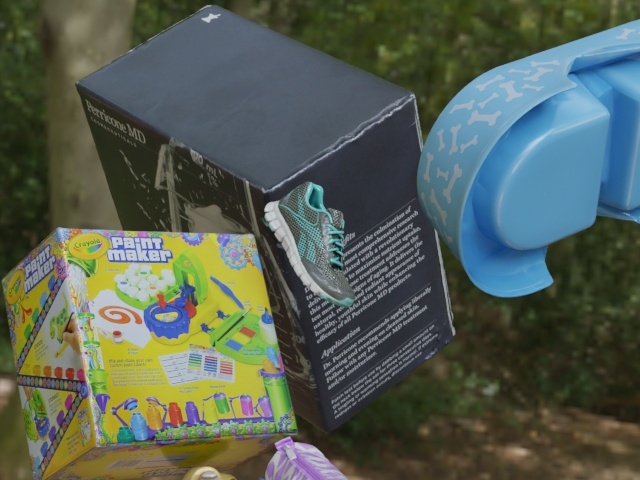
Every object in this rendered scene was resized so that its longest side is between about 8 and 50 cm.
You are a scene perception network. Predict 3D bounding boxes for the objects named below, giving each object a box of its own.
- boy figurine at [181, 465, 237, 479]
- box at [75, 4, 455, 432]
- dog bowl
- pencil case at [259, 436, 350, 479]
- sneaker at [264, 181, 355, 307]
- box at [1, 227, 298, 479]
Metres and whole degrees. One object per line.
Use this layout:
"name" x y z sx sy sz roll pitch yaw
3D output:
"boy figurine" -0.138 0.356 1.815 0.092 0.177 0.285 2 7 -5
"box" -0.079 -0.044 2.311 0.297 0.472 0.480 -34 42 -27
"dog bowl" 0.196 -0.070 1.095 0.297 0.166 0.074 -21 40 -28
"pencil case" 0.000 0.294 1.748 0.086 0.088 0.206 -17 14 -18
"sneaker" 0.000 0.000 1.685 0.076 0.166 0.065 -43 -30 17
"box" -0.217 0.145 1.899 0.290 0.279 0.177 2 -24 -36
